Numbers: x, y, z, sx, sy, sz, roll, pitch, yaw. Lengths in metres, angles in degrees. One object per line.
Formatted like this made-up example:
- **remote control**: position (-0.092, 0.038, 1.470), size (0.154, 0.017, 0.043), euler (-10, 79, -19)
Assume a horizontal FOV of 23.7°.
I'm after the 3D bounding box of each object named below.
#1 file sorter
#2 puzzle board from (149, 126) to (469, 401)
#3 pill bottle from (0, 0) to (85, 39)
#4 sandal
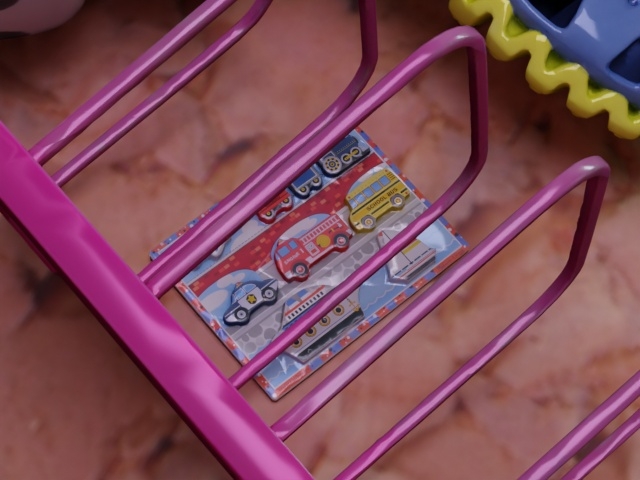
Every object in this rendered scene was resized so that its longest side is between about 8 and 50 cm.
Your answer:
- **file sorter**: position (0.000, 0.000, 0.621), size (0.182, 0.202, 0.290), euler (-41, 74, -8)
- **puzzle board**: position (-0.004, 0.004, 0.743), size (0.128, 0.011, 0.096), euler (-37, 73, -19)
- **pill bottle**: position (-0.222, -0.183, 0.703), size (0.361, 0.204, 0.204), euler (-11, 67, -11)
- **sandal**: position (0.108, -0.167, 0.733), size (0.317, 0.138, 0.126), euler (39, 25, -3)
